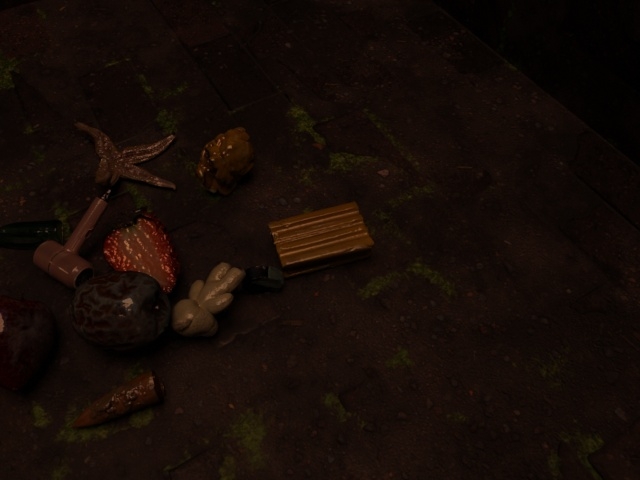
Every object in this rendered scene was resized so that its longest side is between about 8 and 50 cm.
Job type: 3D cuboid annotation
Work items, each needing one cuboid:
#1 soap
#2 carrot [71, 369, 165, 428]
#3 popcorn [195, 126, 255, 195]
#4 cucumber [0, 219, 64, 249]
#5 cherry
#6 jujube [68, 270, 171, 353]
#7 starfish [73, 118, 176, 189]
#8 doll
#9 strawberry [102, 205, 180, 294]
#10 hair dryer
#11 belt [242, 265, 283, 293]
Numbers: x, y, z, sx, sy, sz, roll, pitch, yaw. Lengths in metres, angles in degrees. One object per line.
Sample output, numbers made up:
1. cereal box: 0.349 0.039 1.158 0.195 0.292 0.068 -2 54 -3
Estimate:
1. soap: -0.001 0.000 1.811 0.325 0.096 0.204 -13 56 -9
2. carrot: -0.571 0.461 1.499 0.263 0.102 0.102 -25 59 -9
3. popcorn: -0.354 -0.295 1.962 0.253 0.191 0.190 -41 50 -16
4. cucumber: -1.019 -0.025 1.843 0.244 0.063 0.115 -6 55 -3
5. cherry: -0.888 0.285 1.531 0.203 0.230 0.300 -15 71 18
6. jujube: -0.596 0.202 1.564 0.308 0.215 0.246 -8 51 25
7. starfish: -0.744 -0.319 2.012 0.384 0.132 0.398 -4 42 -11
8. doll: -0.340 0.190 1.656 0.149 0.175 0.278 43 68 -11
9. strawberry: -0.573 0.064 1.760 0.233 0.138 0.306 -31 78 4
10. hair dryer: -0.774 -0.021 1.752 0.189 0.107 0.344 26 83 20
11. belt: -0.188 0.126 1.718 0.140 0.105 0.058 1 54 -12
